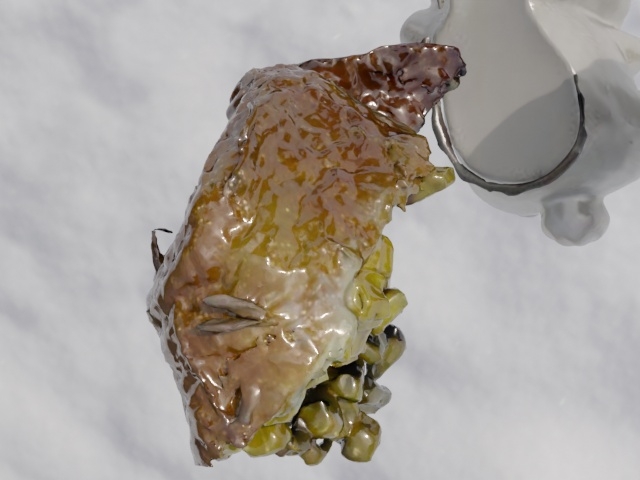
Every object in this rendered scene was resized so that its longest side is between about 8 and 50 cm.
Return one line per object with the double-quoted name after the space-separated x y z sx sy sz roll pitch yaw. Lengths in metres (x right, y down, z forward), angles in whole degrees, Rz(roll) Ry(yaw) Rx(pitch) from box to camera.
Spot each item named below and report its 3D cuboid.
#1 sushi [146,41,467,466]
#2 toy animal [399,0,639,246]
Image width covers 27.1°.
-0.001 0.003 0.774 0.179 0.296 0.167 28 127 -8 "sushi"
0.163 -0.169 0.946 0.209 0.154 0.325 19 106 26 "toy animal"
